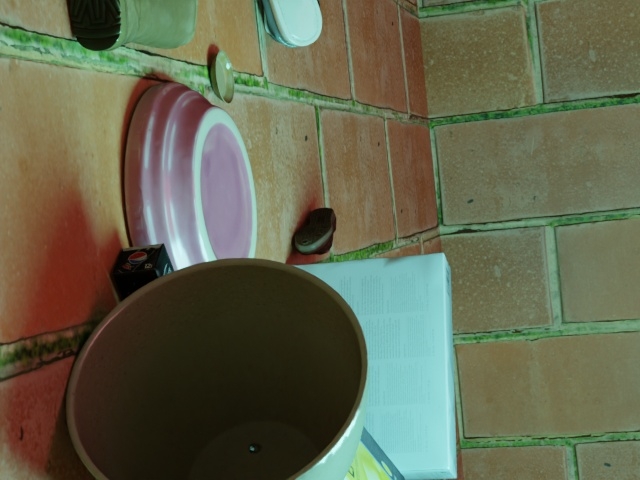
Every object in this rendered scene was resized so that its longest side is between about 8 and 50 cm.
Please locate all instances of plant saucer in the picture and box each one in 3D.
[{"bbox_3d":[-0.154,-0.251,1.899,0.083,0.015,0.083,-6,90,-75],"label":"plant saucer"},{"bbox_3d":[-0.163,-0.052,1.671,0.332,0.084,0.332,-5,90,-74],"label":"plant saucer"}]

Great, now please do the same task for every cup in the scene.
[{"bbox_3d":[-0.094,0.221,1.399,0.237,0.331,0.331,77,16,-46],"label":"cup"}]

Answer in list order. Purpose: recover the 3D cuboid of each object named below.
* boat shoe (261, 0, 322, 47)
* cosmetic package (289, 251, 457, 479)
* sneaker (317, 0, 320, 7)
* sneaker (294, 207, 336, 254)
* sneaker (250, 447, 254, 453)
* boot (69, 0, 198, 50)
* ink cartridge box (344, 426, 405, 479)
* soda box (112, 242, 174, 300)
[{"bbox_3d":[-0.087,-0.492,2.140,0.099,0.116,0.319,8,-63,61],"label":"boat shoe"},{"bbox_3d":[0.083,0.219,2.100,0.097,0.285,0.377,57,32,-65],"label":"cosmetic package"},{"bbox_3d":[-0.043,-0.446,2.239,0.058,0.085,0.152,-16,100,-75],"label":"sneaker"},{"bbox_3d":[0.000,0.000,2.284,0.188,0.066,0.071,-60,143,-64],"label":"sneaker"},{"bbox_3d":[-0.047,0.362,1.809,0.302,0.108,0.121,50,14,-38],"label":"sneaker"},{"bbox_3d":[-0.232,-0.350,1.527,0.269,0.089,0.236,-42,138,-70],"label":"boot"},{"bbox_3d":[0.033,0.323,1.807,0.307,0.072,0.303,54,8,-15],"label":"ink cartridge box"},{"bbox_3d":[-0.200,0.087,1.526,0.053,0.060,0.168,-80,159,-52],"label":"soda box"}]
